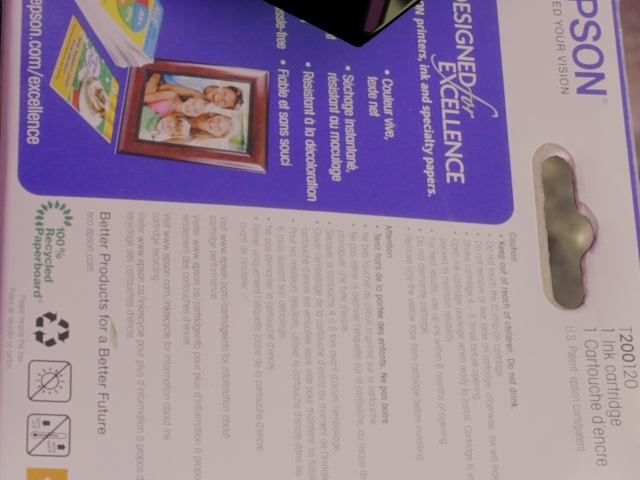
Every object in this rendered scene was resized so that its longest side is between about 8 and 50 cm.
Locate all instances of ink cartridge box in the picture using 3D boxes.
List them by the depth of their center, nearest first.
[{"bbox_3d":[0.000,0.000,0.612,0.208,0.045,0.206,3,66,-11],"label":"ink cartridge box"}]

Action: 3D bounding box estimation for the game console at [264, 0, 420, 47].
[{"bbox_3d":[0.068,-0.239,0.587,0.361,0.044,0.213,-40,94,-8],"label":"game console"}]
